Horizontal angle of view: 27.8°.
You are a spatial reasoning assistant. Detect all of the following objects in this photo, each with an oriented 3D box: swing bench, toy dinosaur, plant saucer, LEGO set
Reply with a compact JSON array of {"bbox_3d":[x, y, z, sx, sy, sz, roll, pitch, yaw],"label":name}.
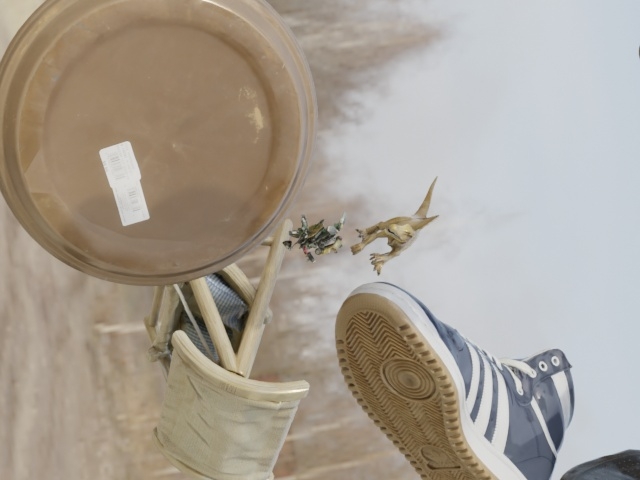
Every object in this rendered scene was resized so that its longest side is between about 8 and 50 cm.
[{"bbox_3d":[-0.123,0.140,1.581,0.253,0.165,0.255,109,-20,-52],"label":"swing bench"},{"bbox_3d":[0.087,-0.009,1.356,0.053,0.092,0.183,59,22,-6],"label":"toy dinosaur"},{"bbox_3d":[-0.131,-0.088,1.064,0.041,0.277,0.278,-131,-148,-64],"label":"plant saucer"},{"bbox_3d":[-0.002,0.002,1.024,0.083,0.054,0.023,-82,148,-63],"label":"LEGO set"}]

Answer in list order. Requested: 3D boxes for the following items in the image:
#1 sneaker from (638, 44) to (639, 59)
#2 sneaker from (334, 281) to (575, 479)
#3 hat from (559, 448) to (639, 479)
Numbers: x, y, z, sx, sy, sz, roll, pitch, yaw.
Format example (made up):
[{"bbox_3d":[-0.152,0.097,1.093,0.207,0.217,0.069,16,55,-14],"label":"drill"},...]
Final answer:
[{"bbox_3d":[0.340,-0.177,1.013,0.188,0.071,0.066,-27,-92,45],"label":"sneaker"},{"bbox_3d":[0.119,0.108,1.069,0.282,0.099,0.153,57,46,-27],"label":"sneaker"},{"bbox_3d":[0.348,0.262,1.026,0.331,0.331,0.134,-122,-157,-78],"label":"hat"}]
